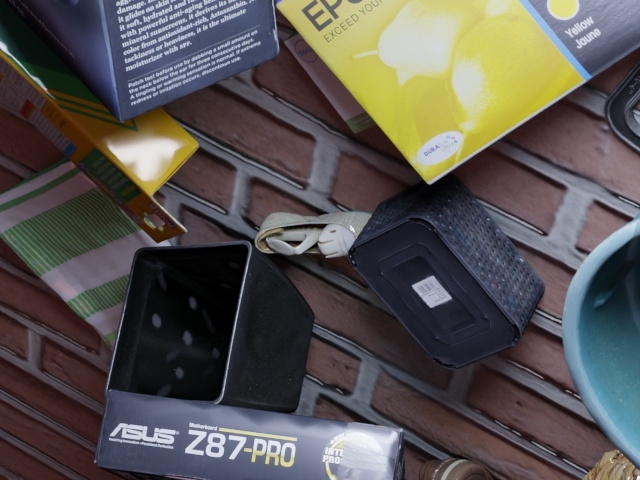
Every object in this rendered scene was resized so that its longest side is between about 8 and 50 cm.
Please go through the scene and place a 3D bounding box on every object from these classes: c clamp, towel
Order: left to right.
[{"bbox_3d":[-0.264,0.043,2.035,0.248,0.038,0.325,-22,113,46],"label":"towel"},{"bbox_3d":[0.328,-0.108,1.456,0.137,0.022,0.161,36,143,9],"label":"c clamp"}]

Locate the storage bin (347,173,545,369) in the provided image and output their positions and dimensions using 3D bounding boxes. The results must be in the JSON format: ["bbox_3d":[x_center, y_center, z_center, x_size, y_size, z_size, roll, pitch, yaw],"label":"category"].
[{"bbox_3d":[0.132,0.034,1.680,0.122,0.084,0.180,-27,110,42],"label":"storage bin"}]

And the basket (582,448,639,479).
[{"bbox_3d":[0.404,0.341,1.707,0.299,0.213,0.223,25,170,-5],"label":"basket"}]

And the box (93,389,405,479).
[{"bbox_3d":[-0.065,0.259,1.843,0.318,0.097,0.395,9,167,6],"label":"box"}]

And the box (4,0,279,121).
[{"bbox_3d":[-0.194,-0.320,1.429,0.296,0.182,0.294,44,149,39],"label":"box"}]

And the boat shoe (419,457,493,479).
[{"bbox_3d":[0.196,0.367,1.979,0.095,0.095,0.257,8,128,50],"label":"boat shoe"}]

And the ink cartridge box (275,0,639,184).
[{"bbox_3d":[0.114,-0.242,1.393,0.303,0.072,0.307,-34,107,35],"label":"ink cartridge box"}]

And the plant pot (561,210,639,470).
[{"bbox_3d":[0.410,0.006,1.256,0.341,0.334,0.341,21,139,19],"label":"plant pot"}]

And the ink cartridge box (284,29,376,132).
[{"bbox_3d":[0.030,-0.229,1.534,0.171,0.056,0.235,-20,116,46],"label":"ink cartridge box"}]

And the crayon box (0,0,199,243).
[{"bbox_3d":[-0.252,-0.140,1.749,0.323,0.083,0.203,45,167,-8],"label":"crayon box"}]

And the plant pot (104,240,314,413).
[{"bbox_3d":[-0.114,0.118,1.871,0.187,0.188,0.167,-3,160,39],"label":"plant pot"}]

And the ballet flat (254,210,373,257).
[{"bbox_3d":[0.000,0.000,1.780,0.168,0.052,0.057,0,126,37],"label":"ballet flat"}]
